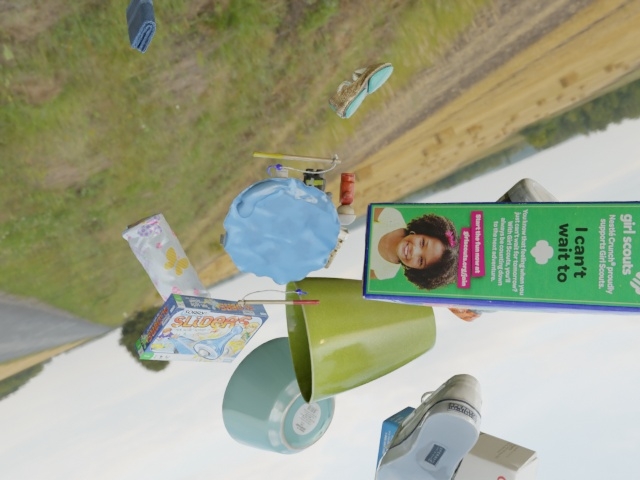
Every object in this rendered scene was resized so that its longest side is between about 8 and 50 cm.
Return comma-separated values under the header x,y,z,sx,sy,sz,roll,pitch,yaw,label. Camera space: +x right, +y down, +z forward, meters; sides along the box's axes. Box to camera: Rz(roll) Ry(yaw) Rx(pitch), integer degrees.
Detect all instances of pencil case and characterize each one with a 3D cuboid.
x,y,z,sx,sy,sz,roll,pitch,yaw,label
-0.384,0.065,1.844,0.113,0.273,0.124,-34,-172,-36,pencil case

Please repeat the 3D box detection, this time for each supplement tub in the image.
x,y,z,sx,sy,sz,roll,pitch,yaw,label
0.404,0.029,1.645,0.316,0.193,0.193,-44,172,24,supplement tub

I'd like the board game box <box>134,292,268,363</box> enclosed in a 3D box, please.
x,y,z,sx,sy,sz,roll,pitch,yaw,label
-0.208,0.159,1.309,0.201,0.035,0.136,11,127,-43,board game box

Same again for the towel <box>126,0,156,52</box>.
x,y,z,sx,sy,sz,roll,pitch,yaw,label
-0.304,-0.378,1.256,0.029,0.119,0.067,16,129,-34,towel

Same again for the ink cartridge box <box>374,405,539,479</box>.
x,y,z,sx,sy,sz,roll,pitch,yaw,label
0.355,0.657,1.991,0.395,0.285,0.166,13,-169,33,ink cartridge box

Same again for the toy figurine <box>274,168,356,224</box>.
x,y,z,sx,sy,sz,roll,pitch,yaw,label
-0.023,-0.117,2.030,0.213,0.148,0.209,5,-177,39,toy figurine

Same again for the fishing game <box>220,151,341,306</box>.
x,y,z,sx,sy,sz,roll,pitch,yaw,label
-0.064,-0.016,1.166,0.189,0.264,0.041,0,-156,-11,fishing game

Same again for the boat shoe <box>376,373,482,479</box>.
x,y,z,sx,sy,sz,roll,pitch,yaw,label
0.216,0.370,1.439,0.367,0.136,0.156,108,8,-46,boat shoe

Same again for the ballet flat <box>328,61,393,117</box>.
x,y,z,sx,sy,sz,roll,pitch,yaw,label
0.091,-0.365,1.722,0.206,0.067,0.073,-46,160,-32,ballet flat

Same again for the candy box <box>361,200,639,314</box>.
x,y,z,sx,sy,sz,roll,pitch,yaw,label
0.245,0.025,0.878,0.317,0.122,0.268,-1,174,25,candy box

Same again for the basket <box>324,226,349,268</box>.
x,y,z,sx,sy,sz,roll,pitch,yaw,label
0.000,0.000,1.820,0.103,0.113,0.167,-63,180,5,basket

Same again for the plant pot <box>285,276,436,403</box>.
x,y,z,sx,sy,sz,roll,pitch,yaw,label
0.093,0.196,1.612,0.294,0.274,0.275,-7,177,-11,plant pot

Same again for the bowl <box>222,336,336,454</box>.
x,y,z,sx,sy,sz,roll,pitch,yaw,label
-0.080,0.419,1.890,0.311,0.311,0.163,-25,-150,-33,bowl
